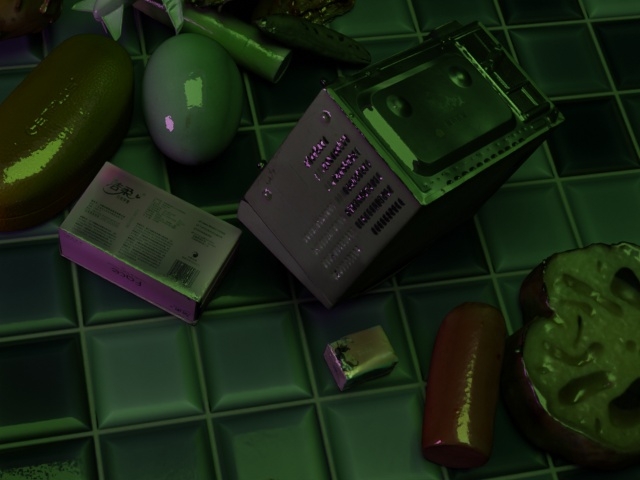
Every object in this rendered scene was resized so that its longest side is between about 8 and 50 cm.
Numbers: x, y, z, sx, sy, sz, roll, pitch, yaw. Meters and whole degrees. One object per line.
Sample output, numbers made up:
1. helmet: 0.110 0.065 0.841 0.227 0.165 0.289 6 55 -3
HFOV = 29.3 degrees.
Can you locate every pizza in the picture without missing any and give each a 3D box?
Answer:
1. pizza: -0.026 -0.437 2.201 0.246 0.058 0.127 -19 66 -16

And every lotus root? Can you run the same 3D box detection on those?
1. lotus root: 0.468 0.181 1.911 0.375 0.111 0.390 32 58 8

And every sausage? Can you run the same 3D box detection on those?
1. sausage: 0.217 0.209 1.850 0.113 0.113 0.259 13 60 -2

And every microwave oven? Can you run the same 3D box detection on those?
1. microwave oven: 0.113 -0.124 1.852 0.247 0.333 0.394 49 44 11

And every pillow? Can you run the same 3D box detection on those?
1. pillow: -0.021 -0.354 2.126 0.241 0.051 0.093 10 20 -35

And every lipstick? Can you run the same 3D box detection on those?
1. lipstick: -0.193 -0.373 2.131 0.304 0.076 0.076 30 61 7

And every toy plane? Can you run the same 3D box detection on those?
1. toy plane: -0.298 -0.454 2.059 0.251 0.101 0.255 36 77 24

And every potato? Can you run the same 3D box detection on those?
1. potato: -0.557 -0.448 2.057 0.246 0.196 0.300 14 27 -24

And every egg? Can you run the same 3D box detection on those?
1. egg: -0.208 -0.230 1.991 0.168 0.168 0.231 0 64 -9

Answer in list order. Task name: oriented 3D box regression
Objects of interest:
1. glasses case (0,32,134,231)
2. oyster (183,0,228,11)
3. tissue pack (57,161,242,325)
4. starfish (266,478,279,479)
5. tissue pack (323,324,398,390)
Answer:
1. glasses case: -0.420 -0.175 1.943 0.173 0.141 0.371 30 61 7
2. oyster: -0.121 -0.489 2.163 0.201 0.107 0.354 -10 42 18
3. tissue pack: -0.260 0.002 1.896 0.246 0.092 0.148 27 62 6
4. starfish: -0.047 0.447 1.709 0.295 0.048 0.231 34 61 9
5. tissue pack: 0.063 0.178 1.870 0.094 0.059 0.074 -19 64 -19
